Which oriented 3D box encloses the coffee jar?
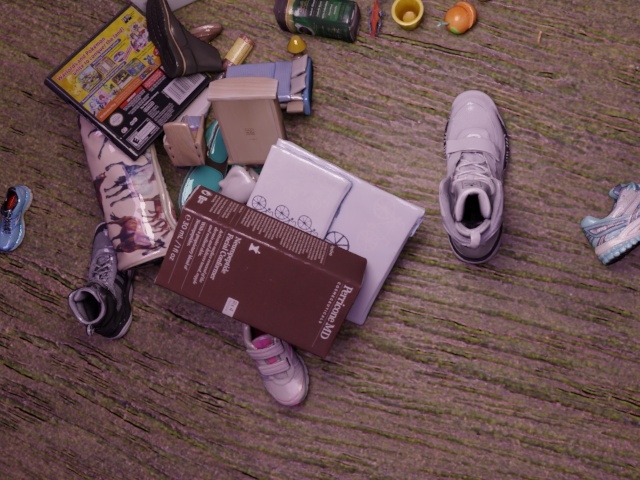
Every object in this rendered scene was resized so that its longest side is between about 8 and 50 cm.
[{"bbox_3d":[-0.008,-0.495,1.832,0.184,0.096,0.079,12,84,12],"label":"coffee jar"}]

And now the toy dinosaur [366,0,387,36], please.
[{"bbox_3d":[0.127,-0.497,1.822,0.047,0.090,0.082,3,117,-3],"label":"toy dinosaur"}]

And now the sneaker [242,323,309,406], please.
[{"bbox_3d":[-0.109,0.238,1.771,0.103,0.111,0.252,-27,80,8],"label":"sneaker"}]

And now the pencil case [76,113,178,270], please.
[{"bbox_3d":[-0.412,-0.126,1.844,0.183,0.160,0.410,-24,79,31],"label":"pencil case"}]

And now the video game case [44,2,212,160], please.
[{"bbox_3d":[-0.411,-0.348,1.808,0.248,0.035,0.275,41,62,-8],"label":"video game case"}]

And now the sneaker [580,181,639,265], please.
[{"bbox_3d":[0.646,-0.080,1.651,0.283,0.110,0.122,-38,75,5],"label":"sneaker"}]

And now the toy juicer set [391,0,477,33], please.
[{"bbox_3d":[0.288,-0.602,1.786,0.209,0.089,0.329,14,87,13],"label":"toy juicer set"}]

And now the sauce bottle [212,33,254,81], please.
[{"bbox_3d":[-0.201,-0.409,1.891,0.042,0.042,0.128,37,91,13],"label":"sauce bottle"}]

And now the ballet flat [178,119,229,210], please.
[{"bbox_3d":[-0.249,-0.165,1.856,0.083,0.087,0.247,27,81,-19],"label":"ballet flat"}]

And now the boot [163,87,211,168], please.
[{"bbox_3d":[-0.294,-0.257,1.888,0.069,0.086,0.190,15,59,20],"label":"boot"}]

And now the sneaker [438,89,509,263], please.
[{"bbox_3d":[0.312,-0.141,1.671,0.137,0.210,0.366,0,84,11],"label":"sneaker"}]

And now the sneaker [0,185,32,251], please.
[{"bbox_3d":[-0.733,-0.054,1.949,0.063,0.073,0.162,10,86,12],"label":"sneaker"}]

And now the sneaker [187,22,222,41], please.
[{"bbox_3d":[-0.304,-0.442,1.915,0.188,0.066,0.071,-19,100,12],"label":"sneaker"}]

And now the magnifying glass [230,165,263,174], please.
[{"bbox_3d":[-0.185,-0.149,1.871,0.092,0.026,0.231,44,95,12],"label":"magnifying glass"}]

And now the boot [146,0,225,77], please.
[{"bbox_3d":[-0.300,-0.453,1.844,0.077,0.137,0.198,-23,81,49],"label":"boot"}]

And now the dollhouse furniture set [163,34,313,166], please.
[{"bbox_3d":[-0.173,-0.336,1.742,0.286,0.198,0.303,-1,53,8],"label":"dollhouse furniture set"}]

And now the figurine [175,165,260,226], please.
[{"bbox_3d":[-0.177,-0.031,1.791,0.209,0.092,0.215,-41,110,11],"label":"figurine"}]

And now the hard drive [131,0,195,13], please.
[{"bbox_3d":[-0.262,-0.612,1.826,0.353,0.233,0.047,-21,80,9],"label":"hard drive"}]

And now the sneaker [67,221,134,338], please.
[{"bbox_3d":[-0.485,0.085,1.842,0.101,0.153,0.269,-5,84,12],"label":"sneaker"}]

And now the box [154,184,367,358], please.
[{"bbox_3d":[-0.118,0.063,1.668,0.381,0.143,0.191,23,114,-3],"label":"box"}]

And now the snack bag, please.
[{"bbox_3d":[0.000,0.000,1.716,0.342,0.037,0.323,26,115,-2],"label":"snack bag"}]
